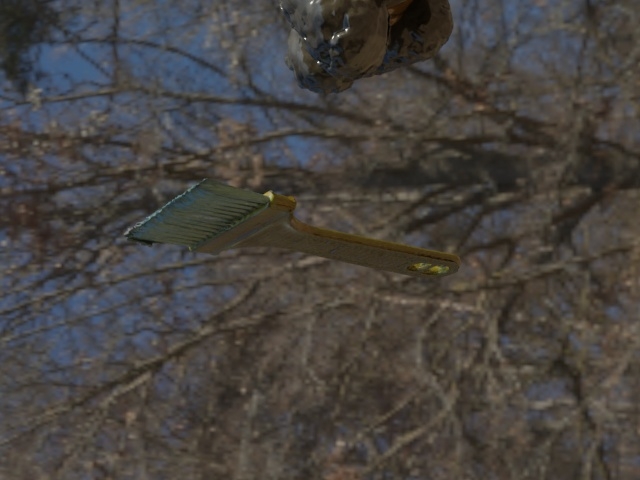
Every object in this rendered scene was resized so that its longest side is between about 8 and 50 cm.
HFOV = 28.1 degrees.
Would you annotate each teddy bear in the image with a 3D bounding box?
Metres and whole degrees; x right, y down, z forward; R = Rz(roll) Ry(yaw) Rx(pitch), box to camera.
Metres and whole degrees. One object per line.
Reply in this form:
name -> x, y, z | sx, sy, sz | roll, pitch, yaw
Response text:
teddy bear -> 0.036, -0.173, 0.841 | 0.177, 0.140, 0.190 | -45, -17, -7

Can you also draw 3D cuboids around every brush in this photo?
brush -> 0.000, 0.000, 0.722 | 0.218, 0.082, 0.010 | 11, -115, -38
